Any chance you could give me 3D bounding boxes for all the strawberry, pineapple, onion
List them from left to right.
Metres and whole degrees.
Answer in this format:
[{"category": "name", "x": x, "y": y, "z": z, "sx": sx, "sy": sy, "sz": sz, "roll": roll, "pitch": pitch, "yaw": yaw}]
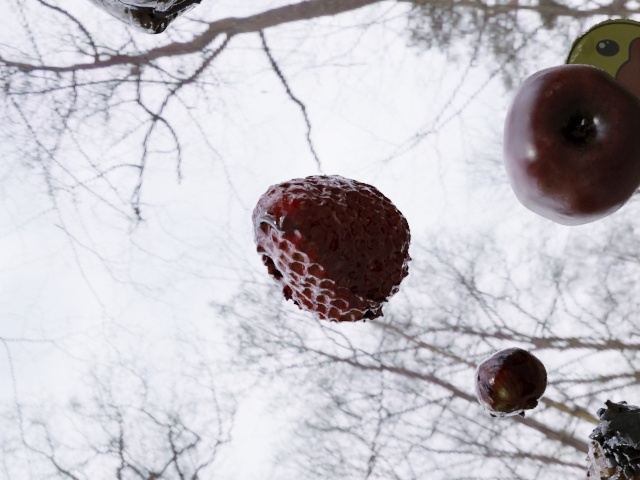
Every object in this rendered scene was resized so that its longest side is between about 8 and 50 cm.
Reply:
[{"category": "strawberry", "x": 0.000, "y": 0.000, "z": 1.218, "sx": 0.205, "sy": 0.205, "sz": 0.244, "roll": -66, "pitch": -28, "yaw": -4}, {"category": "onion", "x": 0.303, "y": 0.223, "z": 1.505, "sx": 0.117, "sy": 0.118, "sz": 0.119, "roll": -29, "pitch": -60, "yaw": -25}, {"category": "pineapple", "x": 0.435, "y": 0.298, "z": 1.330, "sx": 0.158, "sy": 0.157, "sz": 0.279, "roll": -55, "pitch": -35, "yaw": -13}]

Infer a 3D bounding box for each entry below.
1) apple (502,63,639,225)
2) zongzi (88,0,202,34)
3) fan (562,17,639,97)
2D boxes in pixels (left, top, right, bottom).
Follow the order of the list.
[{"category": "apple", "x": 0.363, "y": -0.129, "z": 1.359, "sx": 0.234, "sy": 0.234, "sz": 0.234, "roll": -12, "pitch": -70, "yaw": -36}, {"category": "zongzi", "x": -0.094, "y": -0.403, "z": 0.872, "sx": 0.174, "sy": 0.393, "sz": 0.356, "roll": 33, "pitch": -123, "yaw": 0}, {"category": "fan", "x": 0.557, "y": -0.269, "z": 1.626, "sx": 0.011, "sy": 0.335, "sz": 0.230, "roll": -46, "pitch": -45, "yaw": -44}]
